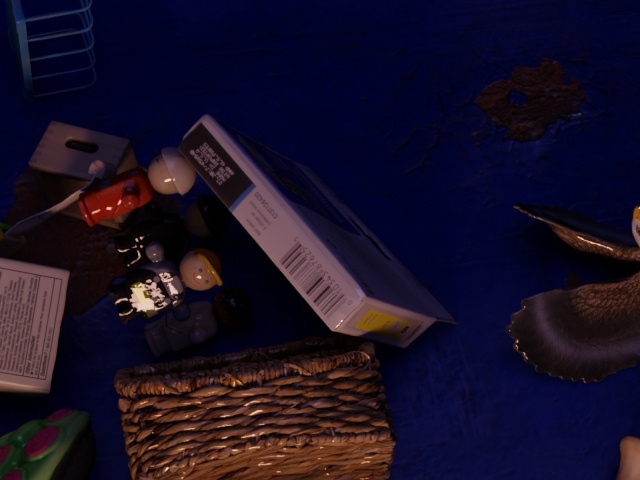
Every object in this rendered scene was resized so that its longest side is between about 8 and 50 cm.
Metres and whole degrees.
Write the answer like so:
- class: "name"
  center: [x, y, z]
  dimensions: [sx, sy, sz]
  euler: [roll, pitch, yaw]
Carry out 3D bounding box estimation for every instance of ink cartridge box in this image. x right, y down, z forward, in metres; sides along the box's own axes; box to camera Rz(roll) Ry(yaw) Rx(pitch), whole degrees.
- class: "ink cartridge box"
  center: [0.000, 0.000, 1.793]
  dimensions: [0.072, 0.307, 0.303]
  euler: [-46, 66, 8]

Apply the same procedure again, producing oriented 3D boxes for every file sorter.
- class: "file sorter"
  center: [-0.361, -0.287, 1.998]
  dimensions: [0.104, 0.170, 0.118]
  euler: [-12, 59, -14]

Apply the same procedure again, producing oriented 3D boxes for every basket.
- class: "basket"
  center: [-0.080, 0.177, 1.689]
  dimensions: [0.299, 0.213, 0.223]
  euler: [-7, 59, -7]

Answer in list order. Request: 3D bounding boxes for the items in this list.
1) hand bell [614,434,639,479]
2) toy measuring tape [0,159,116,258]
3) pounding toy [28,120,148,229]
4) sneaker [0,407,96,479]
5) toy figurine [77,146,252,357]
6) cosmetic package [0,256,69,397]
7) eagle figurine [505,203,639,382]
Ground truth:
- class: "hand bell"
  center: [0.315, 0.351, 1.681]
  dimensions: [0.126, 0.126, 0.242]
  euler: [39, 77, 20]
- class: "toy measuring tape"
  center: [-0.408, -0.038, 1.830]
  dimensions: [0.330, 0.121, 0.121]
  euler: [-33, 61, 11]
- class: "pounding toy"
  center: [-0.274, -0.085, 1.907]
  dimensions: [0.141, 0.130, 0.100]
  euler: [14, 61, 15]
- class: "sneaker"
  center: [-0.321, 0.386, 1.592]
  dimensions: [0.185, 0.202, 0.483]
  euler: [-20, 38, 23]
- class: "toy figurine"
  center: [-0.175, 0.017, 1.787]
  dimensions: [0.148, 0.213, 0.209]
  euler: [-23, 61, 2]
- class: "cosmetic package"
  center: [-0.452, 0.085, 1.715]
  dimensions: [0.296, 0.129, 0.153]
  euler: [13, 77, -17]
- class: "eagle figurine"
  center: [0.392, 0.039, 1.839]
  dimensions: [0.298, 0.225, 0.226]
  euler: [-12, 10, 24]
